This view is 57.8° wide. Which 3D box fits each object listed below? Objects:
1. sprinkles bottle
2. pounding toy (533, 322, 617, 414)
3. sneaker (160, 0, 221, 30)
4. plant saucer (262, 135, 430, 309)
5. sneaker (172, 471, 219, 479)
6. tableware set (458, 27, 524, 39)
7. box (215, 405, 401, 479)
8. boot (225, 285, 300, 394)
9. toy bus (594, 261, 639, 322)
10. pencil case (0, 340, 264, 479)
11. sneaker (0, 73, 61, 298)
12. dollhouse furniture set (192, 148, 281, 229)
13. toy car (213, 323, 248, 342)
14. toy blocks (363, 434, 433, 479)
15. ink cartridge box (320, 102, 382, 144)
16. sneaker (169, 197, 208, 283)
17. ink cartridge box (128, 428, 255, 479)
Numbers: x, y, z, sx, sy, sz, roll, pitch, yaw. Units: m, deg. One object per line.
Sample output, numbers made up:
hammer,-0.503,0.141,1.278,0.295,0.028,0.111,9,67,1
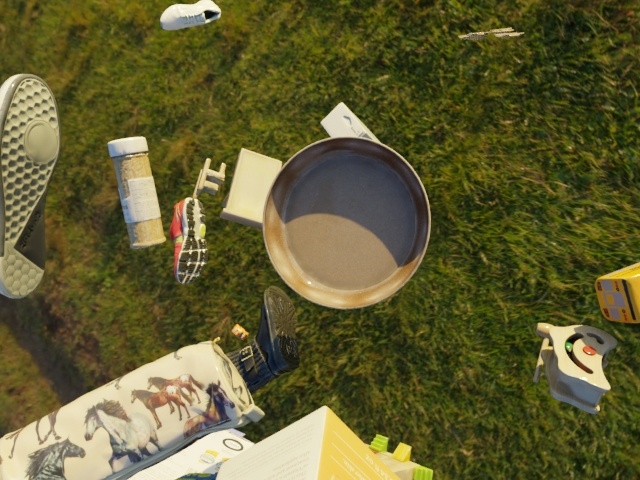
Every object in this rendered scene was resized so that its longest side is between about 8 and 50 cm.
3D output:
sprinkles bottle,-0.598,-0.155,1.899,0.121,0.121,0.355,-3,101,35
pounding toy,0.591,0.297,1.343,0.154,0.269,0.155,9,121,6
sneaker,-0.311,-0.541,1.396,0.061,0.152,0.053,43,151,41
plant saucer,0.046,-0.032,1.059,0.311,0.050,0.310,0,91,16
sneaker,-0.208,0.493,1.114,0.188,0.067,0.078,-10,91,29
tableware set,0.436,-0.532,1.496,0.141,0.168,0.020,-3,110,4
box,-0.006,0.368,0.526,0.168,0.345,0.215,-35,109,22
boot,-0.215,0.344,1.987,0.260,0.131,0.348,-34,42,25
toy bus,0.801,0.087,1.307,0.130,0.333,0.108,164,89,-73
pencil case,-0.310,0.318,0.972,0.410,0.160,0.183,-25,60,-8
sneaker,-0.364,-0.066,0.604,0.163,0.086,0.226,11,93,19
dollhouse furniture set,-0.297,-0.145,2.230,0.394,0.362,0.256,146,139,-66
toy car,-0.316,0.345,2.036,0.122,0.040,0.060,-34,83,5
toy blocks,0.145,0.778,1.970,0.381,0.261,0.190,6,84,42
ink cartridge box,0.112,-0.269,1.625,0.087,0.208,0.153,-42,51,12
sneaker,-0.433,0.004,1.864,0.118,0.107,0.279,-7,74,40
ink cartridge box,-0.325,0.568,1.355,0.270,0.395,0.151,16,132,22
